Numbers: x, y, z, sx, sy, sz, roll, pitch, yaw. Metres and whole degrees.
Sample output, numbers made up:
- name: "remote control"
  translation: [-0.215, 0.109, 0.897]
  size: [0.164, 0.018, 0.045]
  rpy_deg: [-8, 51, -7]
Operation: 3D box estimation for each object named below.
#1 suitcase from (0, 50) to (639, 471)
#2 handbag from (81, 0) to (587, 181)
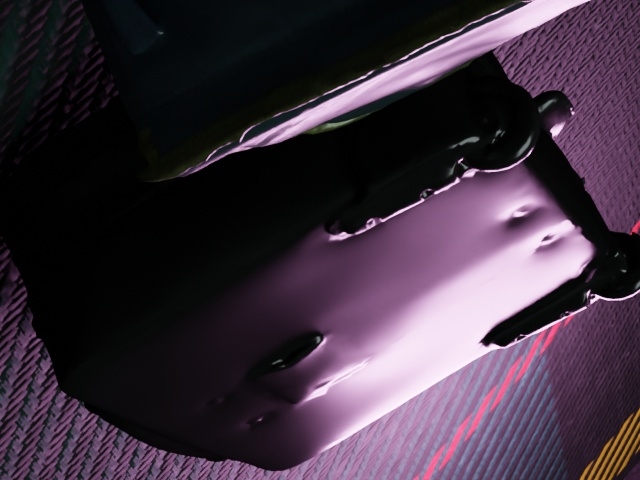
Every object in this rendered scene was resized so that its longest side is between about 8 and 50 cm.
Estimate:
- name: "suitcase"
  translation: [0.000, 0.000, 1.086]
  size: [0.339, 0.188, 0.345]
  rpy_deg: [-33, 156, 10]
- name: "handbag"
  translation: [0.002, -0.181, 0.764]
  size: [0.263, 0.241, 0.222]
  rpy_deg: [-22, -179, 37]
